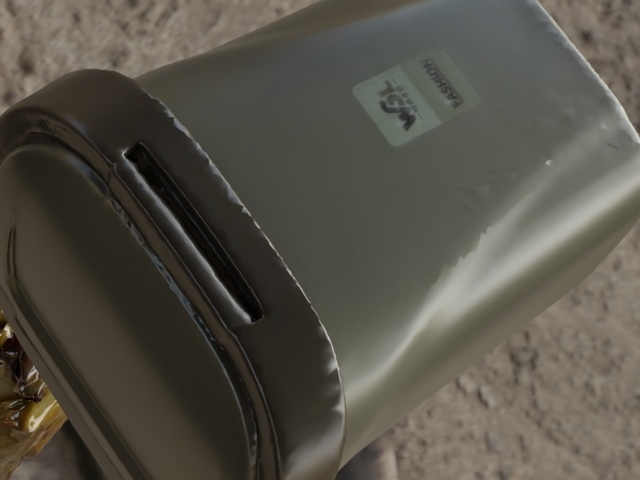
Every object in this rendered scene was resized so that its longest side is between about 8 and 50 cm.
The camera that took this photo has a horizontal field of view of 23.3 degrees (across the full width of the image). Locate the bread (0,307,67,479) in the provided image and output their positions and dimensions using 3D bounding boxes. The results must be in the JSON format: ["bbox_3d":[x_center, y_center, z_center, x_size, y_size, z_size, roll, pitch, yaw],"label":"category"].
[{"bbox_3d":[-0.226,0.052,1.203,0.167,0.324,0.277,42,57,-2],"label":"bread"}]

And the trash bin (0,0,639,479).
[{"bbox_3d":[0.000,0.000,0.736,0.250,0.219,0.220,-30,77,-23],"label":"trash bin"}]
